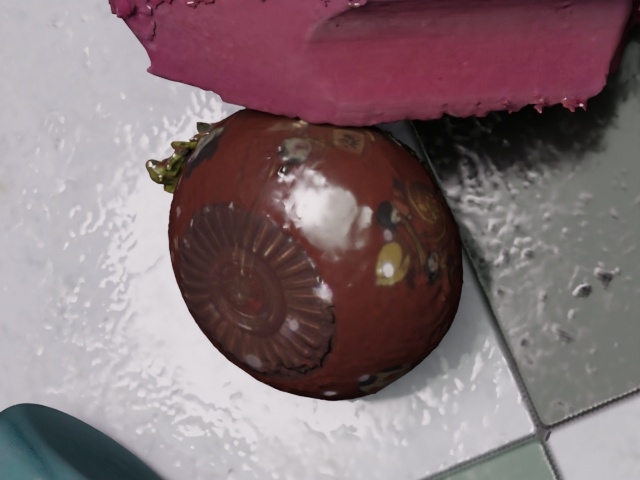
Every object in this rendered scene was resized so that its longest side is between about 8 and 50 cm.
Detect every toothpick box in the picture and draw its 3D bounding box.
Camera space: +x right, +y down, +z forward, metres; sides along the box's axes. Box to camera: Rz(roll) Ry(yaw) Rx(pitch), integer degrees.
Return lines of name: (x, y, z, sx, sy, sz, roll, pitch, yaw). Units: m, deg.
toothpick box: (-0.161, 0.187, 0.804, 0.120, 0.120, 0.184, 36, 93, 12)

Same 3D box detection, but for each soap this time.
soap: (0.041, -0.147, 0.767, 0.289, 0.112, 0.182, -3, 43, -15)

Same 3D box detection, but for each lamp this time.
lamp: (0.003, -0.001, 0.794, 0.156, 0.135, 0.157, -10, 107, 43)
